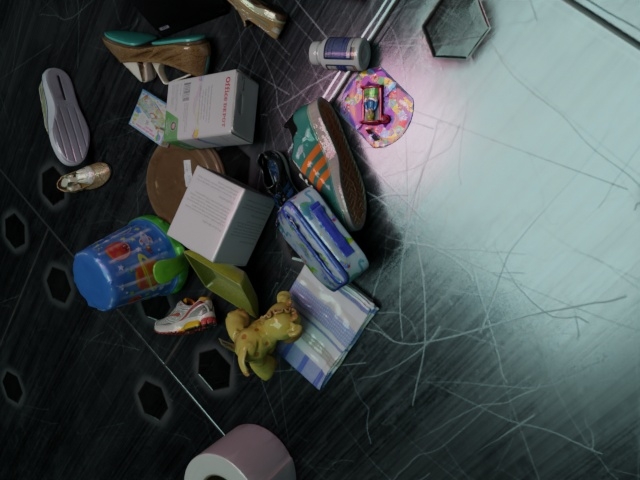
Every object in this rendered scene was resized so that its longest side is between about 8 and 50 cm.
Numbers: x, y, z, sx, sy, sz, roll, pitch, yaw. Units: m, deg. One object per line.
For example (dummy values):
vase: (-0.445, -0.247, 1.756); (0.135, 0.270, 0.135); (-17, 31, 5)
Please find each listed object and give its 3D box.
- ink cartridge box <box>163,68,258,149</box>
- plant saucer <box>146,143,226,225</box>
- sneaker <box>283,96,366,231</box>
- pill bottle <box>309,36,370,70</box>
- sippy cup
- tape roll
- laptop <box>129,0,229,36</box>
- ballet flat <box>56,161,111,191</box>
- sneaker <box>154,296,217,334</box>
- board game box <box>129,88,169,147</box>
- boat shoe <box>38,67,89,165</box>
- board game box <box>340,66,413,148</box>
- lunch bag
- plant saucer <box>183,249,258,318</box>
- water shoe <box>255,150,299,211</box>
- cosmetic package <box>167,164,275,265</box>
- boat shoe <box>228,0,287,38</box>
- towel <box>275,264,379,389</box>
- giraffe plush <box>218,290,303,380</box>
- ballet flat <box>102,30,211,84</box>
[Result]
ink cartridge box: (-0.263, -0.308, 1.250); (0.212, 0.093, 0.154); (0, 82, 30)
plant saucer: (-0.367, -0.149, 1.388); (0.278, 0.041, 0.278); (5, 100, 29)
sneaker: (0.007, -0.152, 1.144); (0.121, 0.108, 0.302); (-22, 80, 32)
pill bottle: (0.039, -0.394, 1.099); (0.120, 0.067, 0.067); (12, 104, 27)
sippy cup: (-0.512, 0.072, 1.379); (0.240, 0.224, 0.305); (52, 128, 7)
tape roll: (-0.208, 0.630, 1.358); (0.246, 0.169, 0.246); (5, 101, 28)
laptop: (-0.364, -0.660, 1.240); (0.234, 0.136, 0.264); (-5, 96, 29)
ballet flat: (-0.714, -0.182, 1.559); (0.206, 0.067, 0.073); (-17, 90, 30)
sneaker: (-0.371, 0.210, 1.438); (0.225, 0.088, 0.093); (-17, 70, 30)
board game box: (-0.438, -0.325, 1.379); (0.154, 0.026, 0.103); (34, 103, 30)
boat shoe: (-0.766, -0.358, 1.551); (0.094, 0.109, 0.302); (-22, 78, 46)
board game box: (0.112, -0.282, 1.098); (0.169, 0.033, 0.133); (49, 118, 13)
lunch bag: (0.000, 0.000, 1.112); (0.219, 0.090, 0.176); (53, 162, 1)
plant saucer: (-0.235, 0.099, 1.307); (0.188, 0.045, 0.188); (27, 155, 23)
water shoe: (-0.097, -0.111, 1.217); (0.073, 0.080, 0.203); (-26, 86, 30)
cosmetic package: (-0.233, -0.055, 1.240); (0.151, 0.151, 0.184); (28, 96, 23)
boat shoe: (-0.165, -0.526, 1.195); (0.190, 0.068, 0.072); (39, 126, 18)
towel: (-0.009, 0.199, 1.250); (0.209, 0.034, 0.285); (39, 115, 19)
giraffe plush: (-0.118, 0.209, 1.221); (0.170, 0.210, 0.181); (-33, 73, 4)
ballet flat: (-0.420, -0.467, 1.336); (0.342, 0.116, 0.124); (12, 124, 23)
